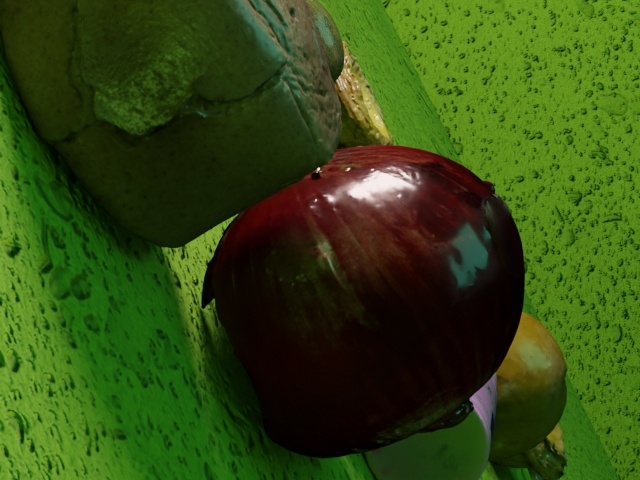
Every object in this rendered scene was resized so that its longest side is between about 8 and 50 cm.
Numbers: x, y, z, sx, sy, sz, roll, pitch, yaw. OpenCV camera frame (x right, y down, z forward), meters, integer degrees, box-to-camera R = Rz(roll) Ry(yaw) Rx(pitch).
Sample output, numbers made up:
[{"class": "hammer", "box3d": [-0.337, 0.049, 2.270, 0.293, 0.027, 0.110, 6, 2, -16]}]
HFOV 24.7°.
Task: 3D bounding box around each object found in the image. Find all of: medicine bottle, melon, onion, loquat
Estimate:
[{"class": "medicine bottle", "box3d": [0.143, 0.212, 1.823, 0.152, 0.152, 0.254, 62, 14, -7]}, {"class": "melon", "box3d": [-0.030, -0.307, 2.221, 0.167, 0.114, 0.114, 58, 13, -4]}, {"class": "onion", "box3d": [0.054, 0.047, 1.478, 0.341, 0.341, 0.341, 58, 14, -24]}, {"class": "loquat", "box3d": [0.224, 0.197, 2.048, 0.244, 0.244, 0.244, 58, 14, -24]}]

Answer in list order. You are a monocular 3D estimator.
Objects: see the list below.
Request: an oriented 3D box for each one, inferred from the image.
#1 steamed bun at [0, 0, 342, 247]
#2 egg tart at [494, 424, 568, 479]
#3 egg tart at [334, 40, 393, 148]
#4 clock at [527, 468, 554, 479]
[{"class": "steamed bun", "box3d": [-0.137, -0.148, 1.272, 0.301, 0.252, 0.199, 57, 25, -14]}, {"class": "egg tart", "box3d": [0.317, 0.278, 2.456, 0.288, 0.118, 0.288, 55, 18, -27]}, {"class": "egg tart", "box3d": [0.048, -0.227, 2.423, 0.212, 0.090, 0.212, 58, 16, -28]}, {"class": "clock", "box3d": [0.400, 0.486, 2.518, 0.229, 0.063, 0.155, 59, 16, -9]}]
